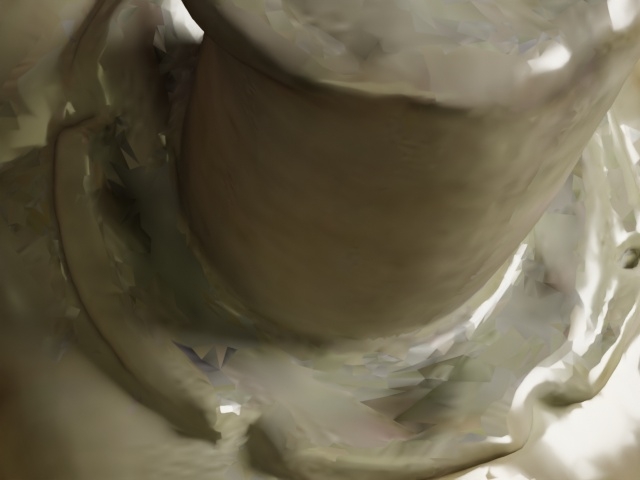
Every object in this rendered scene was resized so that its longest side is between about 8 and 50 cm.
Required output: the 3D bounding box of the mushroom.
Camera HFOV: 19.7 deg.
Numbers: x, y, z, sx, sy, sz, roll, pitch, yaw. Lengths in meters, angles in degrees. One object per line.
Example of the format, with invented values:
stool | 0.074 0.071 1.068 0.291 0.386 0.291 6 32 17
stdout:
mushroom | 0.000 0.000 0.549 0.314 0.336 0.314 3 70 -9
